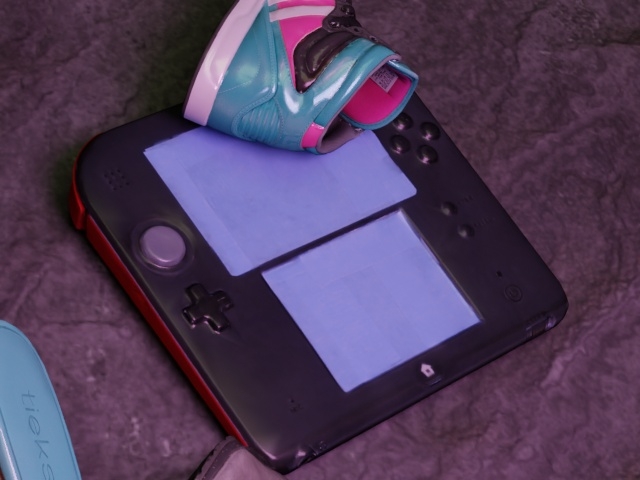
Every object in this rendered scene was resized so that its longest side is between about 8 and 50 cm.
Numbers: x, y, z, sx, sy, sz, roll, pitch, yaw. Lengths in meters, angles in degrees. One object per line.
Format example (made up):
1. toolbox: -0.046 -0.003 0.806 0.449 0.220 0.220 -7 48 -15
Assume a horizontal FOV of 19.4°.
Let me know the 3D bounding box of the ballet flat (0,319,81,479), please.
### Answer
1. ballet flat: -0.177 0.277 1.125 0.482 0.182 0.164 62 13 19

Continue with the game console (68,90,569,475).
1. game console: 0.000 0.000 1.668 0.386 0.060 0.342 -25 67 -36

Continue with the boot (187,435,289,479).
1. boot: -0.023 0.224 1.386 0.161 0.083 0.246 38 3 11

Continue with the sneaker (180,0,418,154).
1. sneaker: 0.011 -0.188 1.695 0.178 0.124 0.295 26 56 1
